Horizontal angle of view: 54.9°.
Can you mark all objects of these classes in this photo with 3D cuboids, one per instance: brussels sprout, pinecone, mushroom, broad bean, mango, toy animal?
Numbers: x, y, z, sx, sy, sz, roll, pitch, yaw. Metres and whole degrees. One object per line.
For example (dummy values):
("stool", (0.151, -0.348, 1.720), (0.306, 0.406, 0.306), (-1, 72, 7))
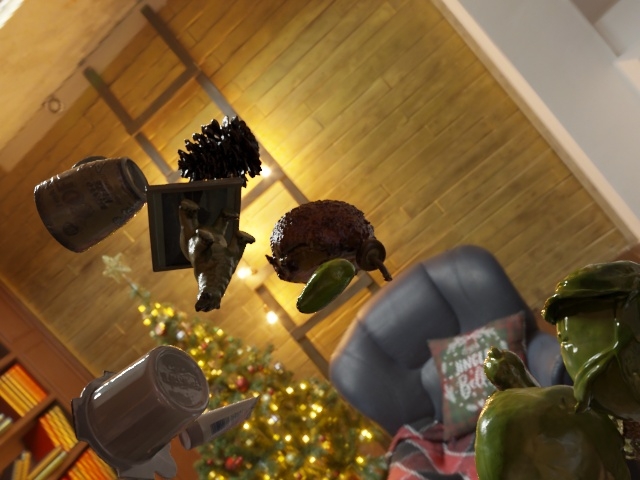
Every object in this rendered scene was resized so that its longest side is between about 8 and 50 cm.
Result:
("brussels sprout", (0.515, 0.167, 1.024), (0.227, 0.295, 0.259), (112, 169, -59))
("pinecone", (-0.331, -0.264, 1.991), (0.292, 0.246, 0.246), (-26, -4, -34))
("mushroom", (0.147, 0.061, 1.668), (0.088, 0.129, 0.073), (-27, -7, -23))
("broad bean", (0.605, 0.445, 1.907), (0.119, 0.291, 0.238), (-39, 31, 3))
("mango", (0.007, 0.102, 1.418), (0.165, 0.074, 0.091), (-39, -31, -1))
("toy animal", (-0.160, 0.019, 0.886), (0.101, 0.103, 0.218), (-65, 30, 12))
("brussels sprout", (0.462, 0.440, 1.260), (0.328, 0.328, 0.247), (-43, 6, -15))

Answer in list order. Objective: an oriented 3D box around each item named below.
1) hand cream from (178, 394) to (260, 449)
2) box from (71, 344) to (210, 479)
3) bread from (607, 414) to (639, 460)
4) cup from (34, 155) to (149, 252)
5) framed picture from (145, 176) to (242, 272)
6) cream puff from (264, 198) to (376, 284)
("hand cream", (-0.293, 0.530, 1.817), (0.248, 0.083, 0.133), (-12, -37, -41))
("box", (-0.363, 0.378, 1.371), (0.206, 0.291, 0.262), (-39, 2, 19))
("bread", (0.723, 0.375, 1.333), (0.192, 0.314, 0.171), (-1, 46, 13))
("cup", (-0.625, -0.143, 1.749), (0.257, 0.227, 0.301), (-25, 48, 5))
("framed picture", (-0.207, -0.022, 1.019), (0.150, 0.015, 0.203), (-6, -39, -17))
("cream puff", (-0.002, -0.001, 1.846), (0.351, 0.228, 0.350), (-14, -21, -5))
